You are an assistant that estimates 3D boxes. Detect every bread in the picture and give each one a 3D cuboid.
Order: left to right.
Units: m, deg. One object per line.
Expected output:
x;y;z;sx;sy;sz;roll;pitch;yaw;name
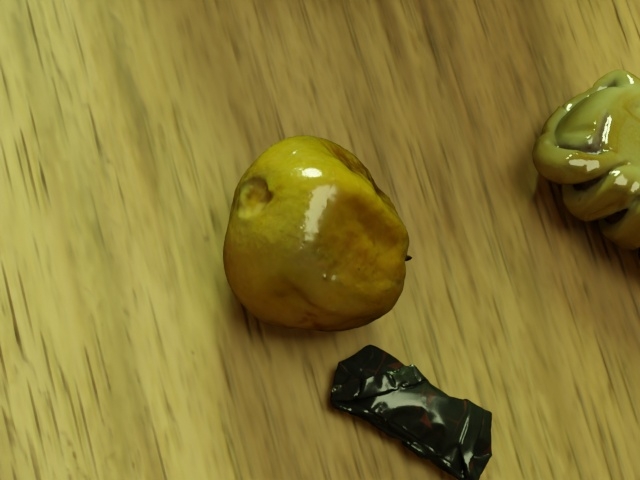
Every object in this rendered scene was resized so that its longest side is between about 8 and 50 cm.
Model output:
0.265;-0.034;1.388;0.225;0.081;0.134;34;49;-9;bread

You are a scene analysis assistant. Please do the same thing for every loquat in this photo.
0.000;0.000;1.203;0.137;0.113;0.137;25;48;-32;loquat

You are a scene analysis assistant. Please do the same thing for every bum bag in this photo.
0.064;0.116;1.226;0.124;0.034;0.058;34;63;-10;bum bag
